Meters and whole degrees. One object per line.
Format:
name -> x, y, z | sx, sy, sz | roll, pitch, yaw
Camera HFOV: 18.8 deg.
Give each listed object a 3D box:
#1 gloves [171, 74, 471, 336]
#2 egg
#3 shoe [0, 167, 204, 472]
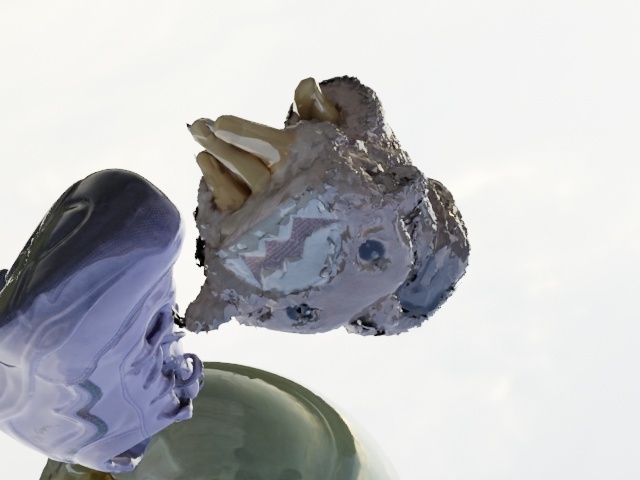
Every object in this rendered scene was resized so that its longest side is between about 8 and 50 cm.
gloves -> 0.007, -0.005, 0.827 | 0.144, 0.110, 0.094 | 2, -141, -44
egg -> -0.063, 0.244, 1.567 | 0.278, 0.336, 0.278 | -24, -126, 38
shoe -> -0.114, 0.055, 1.042 | 0.245, 0.137, 0.095 | -39, -152, 51
